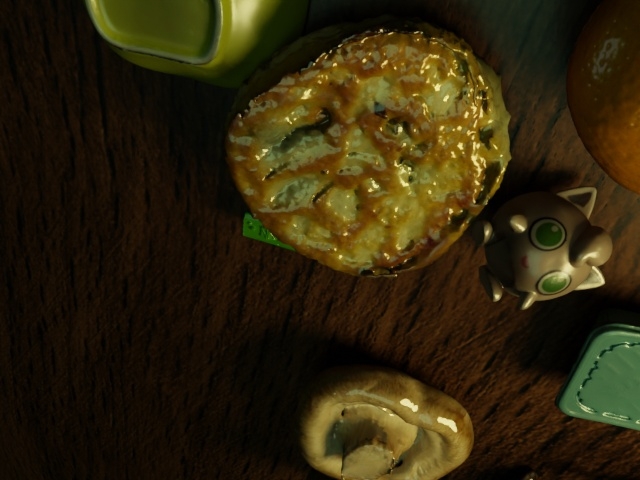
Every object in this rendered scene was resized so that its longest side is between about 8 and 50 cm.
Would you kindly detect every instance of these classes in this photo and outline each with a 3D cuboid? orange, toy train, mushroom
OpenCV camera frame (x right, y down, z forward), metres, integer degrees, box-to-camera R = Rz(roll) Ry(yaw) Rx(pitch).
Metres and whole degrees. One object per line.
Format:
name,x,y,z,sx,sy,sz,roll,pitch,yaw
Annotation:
orange,0.320,-0.142,0.439,0.240,0.171,0.240,6,132,6
toy train,0.000,0.000,0.743,0.209,0.042,0.044,16,130,7
mushroom,0.093,0.293,0.873,0.278,0.146,0.278,6,122,9

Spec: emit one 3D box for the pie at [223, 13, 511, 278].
pie,0.043,-0.093,0.606,0.315,0.092,0.315,3,131,4

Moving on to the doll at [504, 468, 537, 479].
doll,0.433,0.495,0.899,0.339,0.209,0.318,2,159,20

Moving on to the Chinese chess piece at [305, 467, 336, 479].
Chinese chess piece,0.082,0.461,0.964,0.237,0.238,0.092,7,84,14

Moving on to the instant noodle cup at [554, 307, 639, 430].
instant noodle cup,0.400,0.162,0.714,0.157,0.070,0.179,11,129,9

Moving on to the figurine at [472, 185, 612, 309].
figurine,0.243,0.008,0.615,0.138,0.125,0.125,-9,125,3

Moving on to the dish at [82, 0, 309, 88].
dish,-0.141,-0.246,0.560,0.262,0.108,0.221,23,131,1
